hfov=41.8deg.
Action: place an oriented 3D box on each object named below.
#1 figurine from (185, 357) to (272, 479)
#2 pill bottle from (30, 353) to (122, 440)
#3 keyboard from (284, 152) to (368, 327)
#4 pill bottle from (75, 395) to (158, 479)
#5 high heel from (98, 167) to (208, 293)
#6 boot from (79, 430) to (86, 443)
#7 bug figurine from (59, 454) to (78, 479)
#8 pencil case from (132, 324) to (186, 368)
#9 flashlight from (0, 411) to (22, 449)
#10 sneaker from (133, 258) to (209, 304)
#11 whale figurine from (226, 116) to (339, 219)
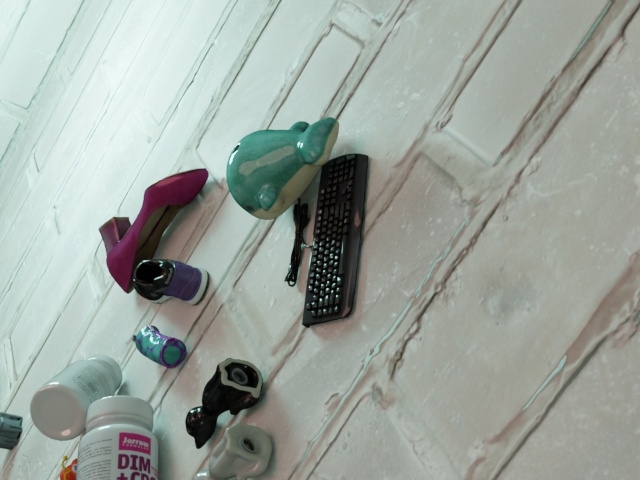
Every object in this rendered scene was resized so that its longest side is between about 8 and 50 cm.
[{"bbox_3d":[-0.179,0.356,1.499,0.209,0.092,0.215,-50,38,36],"label":"figurine"},{"bbox_3d":[-0.529,0.337,1.853,0.131,0.131,0.229,-56,-1,15],"label":"pill bottle"},{"bbox_3d":[0.000,0.000,1.498,0.201,0.033,0.317,-20,55,47],"label":"keyboard"},{"bbox_3d":[-0.401,0.463,1.657,0.160,0.160,0.283,-39,43,34],"label":"pill bottle"},{"bbox_3d":[-0.374,-0.025,1.992,0.377,0.127,0.181,-32,76,35],"label":"high heel"},{"bbox_3d":[-0.501,0.494,1.875,0.086,0.069,0.190,110,149,-47],"label":"boot"},{"bbox_3d":[-0.514,0.593,1.753,0.216,0.072,0.279,-44,58,39],"label":"bug figurine"},{"bbox_3d":[-0.346,0.227,1.803,0.152,0.064,0.070,12,106,55],"label":"pencil case"},{"bbox_3d":[-0.977,0.510,2.282,0.103,0.304,0.103,-46,39,27],"label":"flashlight"},{"bbox_3d":[-0.368,0.075,1.868,0.283,0.124,0.107,-4,67,53],"label":"sneaker"},{"bbox_3d":[-0.078,-0.152,1.558,0.272,0.141,0.216,-29,33,53],"label":"whale figurine"}]
